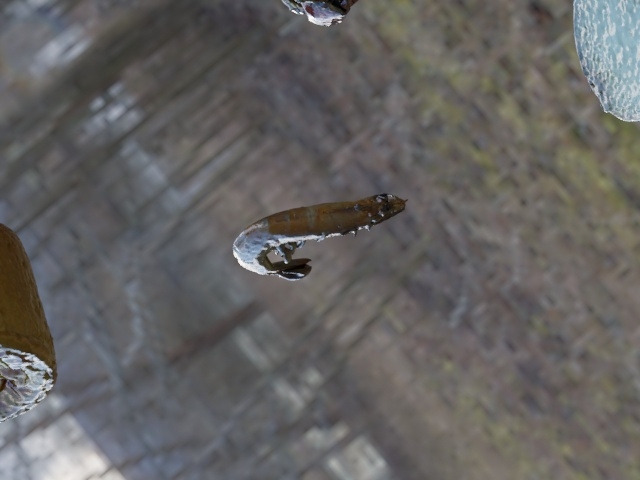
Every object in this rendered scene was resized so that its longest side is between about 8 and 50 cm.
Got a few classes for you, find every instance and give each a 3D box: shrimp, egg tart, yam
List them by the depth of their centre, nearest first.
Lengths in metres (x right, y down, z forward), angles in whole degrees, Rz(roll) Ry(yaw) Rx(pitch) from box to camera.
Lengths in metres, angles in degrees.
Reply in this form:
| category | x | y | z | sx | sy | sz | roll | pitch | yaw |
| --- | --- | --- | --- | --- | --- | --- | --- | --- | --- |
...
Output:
| category | x | y | z | sx | sy | sz | roll | pitch | yaw |
| --- | --- | --- | --- | --- | --- | --- | --- | --- | --- |
| yam | 0.354 | -0.205 | 1.734 | 0.161 | 0.268 | 0.161 | 31 | 130 | 46 |
| egg tart | -0.339 | 0.070 | 1.746 | 0.202 | 0.202 | 0.147 | 60 | -163 | -61 |
| shrimp | 0.001 | 0.001 | 1.955 | 0.124 | 0.178 | 0.034 | 92 | 162 | -59 |

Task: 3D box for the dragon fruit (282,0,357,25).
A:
| category | x | y | z | sx | sy | sz | roll | pitch | yaw |
| --- | --- | --- | --- | --- | --- | --- | --- | --- | --- |
| dragon fruit | 0.041 | -0.318 | 1.553 | 0.244 | 0.299 | 0.244 | 18 | 174 | 2 |
